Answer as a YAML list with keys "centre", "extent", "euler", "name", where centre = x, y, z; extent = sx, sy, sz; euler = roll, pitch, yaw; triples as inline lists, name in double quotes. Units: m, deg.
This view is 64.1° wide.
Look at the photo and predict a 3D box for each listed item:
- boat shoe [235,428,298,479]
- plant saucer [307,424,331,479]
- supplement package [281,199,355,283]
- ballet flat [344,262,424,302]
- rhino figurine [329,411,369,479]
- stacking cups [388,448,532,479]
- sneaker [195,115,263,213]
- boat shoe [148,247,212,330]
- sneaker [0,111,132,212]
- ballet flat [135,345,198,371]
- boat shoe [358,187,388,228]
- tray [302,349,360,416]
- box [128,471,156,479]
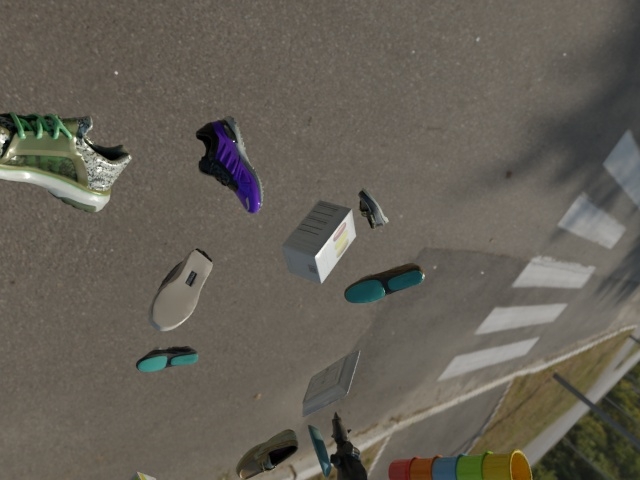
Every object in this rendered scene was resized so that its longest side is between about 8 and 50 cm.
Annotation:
- centre: [-0.103, 0.422, 0.992]
  extent: [0.135, 0.045, 0.050]
  euler: [-35, 116, -7]
  name: "boat shoe"
- centre: [0.000, 0.465, 1.134]
  extent: [0.021, 0.119, 0.119]
  euler: [-18, 141, -9]
  name: "plant saucer"
- centre: [0.000, 0.000, 1.725]
  extent: [0.244, 0.134, 0.139]
  euler: [-53, 147, -33]
  name: "supplement package"
- centre: [0.262, 0.169, 2.140]
  extent: [0.342, 0.124, 0.116]
  euler: [-21, 112, 7]
  name: "ballet flat"
- centre: [0.063, 0.517, 1.200]
  extent: [0.073, 0.243, 0.106]
  euler: [-21, 138, 3]
  name: "rhino figurine"
- centre: [0.283, 0.505, 1.107]
  extent: [0.316, 0.096, 0.096]
  euler: [-21, 168, 39]
  name: "stacking cups"
- centre: [-0.275, -0.202, 1.472]
  extent: [0.146, 0.293, 0.102]
  euler: [-23, -179, -31]
  name: "sneaker"
- centre: [-0.470, 0.182, 1.649]
  extent: [0.158, 0.127, 0.340]
  euler: [-38, -163, 36]
  name: "boat shoe"
- centre: [-0.549, -0.207, 1.020]
  extent: [0.182, 0.158, 0.410]
  euler: [-43, 155, 8]
  name: "sneaker"
- centre: [-0.492, 0.369, 1.625]
  extent: [0.203, 0.074, 0.074]
  euler: [0, 125, -38]
  name: "ballet flat"
- centre: [0.175, -0.106, 1.803]
  extent: [0.069, 0.081, 0.228]
  euler: [-36, 146, 6]
  name: "boat shoe"
- centre: [0.019, 0.413, 1.485]
  extent: [0.270, 0.030, 0.145]
  euler: [-46, -165, 48]
  name: "tray"
- centre: [-0.585, 0.900, 1.713]
  extent: [0.114, 0.203, 0.103]
  euler: [-46, 138, -10]
  name: "box"
